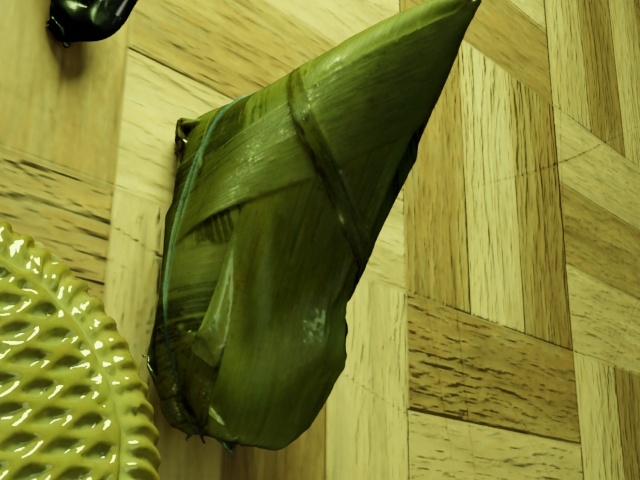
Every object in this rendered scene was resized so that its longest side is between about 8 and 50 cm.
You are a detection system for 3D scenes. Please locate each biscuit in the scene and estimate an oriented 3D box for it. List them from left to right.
[{"bbox_3d":[-0.183,0.088,0.431,0.259,0.079,0.259,34,38,-31],"label":"biscuit"}]

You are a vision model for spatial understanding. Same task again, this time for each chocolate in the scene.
[{"bbox_3d":[-0.168,-0.210,0.614,0.070,0.072,0.147,-116,-171,-77],"label":"chocolate"}]

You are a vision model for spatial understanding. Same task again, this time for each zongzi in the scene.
[{"bbox_3d":[0.000,0.000,0.564,0.125,0.274,0.251,18,64,-37],"label":"zongzi"}]
